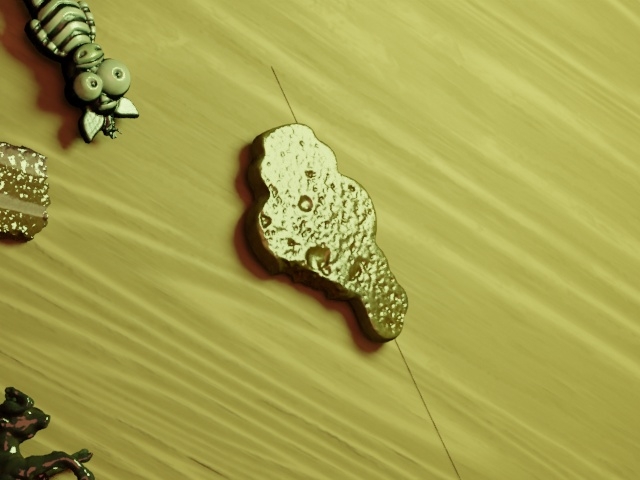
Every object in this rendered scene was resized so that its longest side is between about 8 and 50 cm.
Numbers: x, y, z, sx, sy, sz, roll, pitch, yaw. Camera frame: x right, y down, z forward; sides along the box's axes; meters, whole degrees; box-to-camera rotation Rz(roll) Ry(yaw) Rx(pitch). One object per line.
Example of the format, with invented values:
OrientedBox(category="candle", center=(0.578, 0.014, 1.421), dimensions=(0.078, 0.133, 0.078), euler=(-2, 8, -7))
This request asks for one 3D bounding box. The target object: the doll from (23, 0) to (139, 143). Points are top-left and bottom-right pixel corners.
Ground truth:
OrientedBox(category="doll", center=(-0.297, -0.226, 1.748), dimensions=(0.091, 0.067, 0.219), euler=(-30, 94, -36))

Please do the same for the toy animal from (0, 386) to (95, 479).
OrientedBox(category="toy animal", center=(-0.333, 0.287, 1.589), dimensions=(0.148, 0.084, 0.233), euler=(11, 72, -14))

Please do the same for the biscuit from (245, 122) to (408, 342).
OrientedBox(category="biscuit", center=(0.007, -0.002, 1.871), dimensions=(0.320, 0.047, 0.183), euler=(48, 61, -10))

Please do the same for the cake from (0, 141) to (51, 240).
OrientedBox(category="cake", center=(-0.428, -0.074, 1.605), dimensions=(0.295, 0.113, 0.116), euler=(11, 77, -42))
